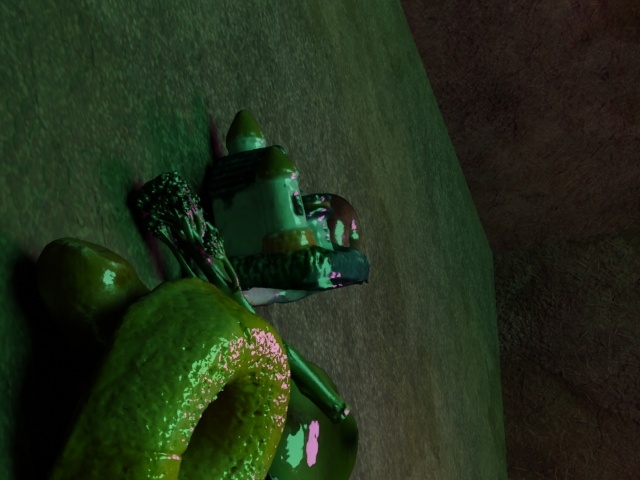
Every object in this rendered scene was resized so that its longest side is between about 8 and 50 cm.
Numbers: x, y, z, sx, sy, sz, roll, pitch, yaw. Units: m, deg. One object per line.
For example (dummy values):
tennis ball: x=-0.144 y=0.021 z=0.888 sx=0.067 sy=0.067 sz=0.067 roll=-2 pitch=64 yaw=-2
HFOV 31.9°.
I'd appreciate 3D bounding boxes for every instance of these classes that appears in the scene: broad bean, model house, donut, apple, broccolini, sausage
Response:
broad bean: x=-0.030 y=0.284 z=1.555 sx=0.291 sy=0.119 sz=0.237 roll=10 pitch=79 yaw=-70
model house: x=-0.063 y=-0.053 z=1.579 sx=0.253 sy=0.185 sz=0.291 roll=3 pitch=72 yaw=-69
donut: x=-0.132 y=0.192 z=1.085 sx=0.303 sy=0.110 sz=0.302 roll=-42 pitch=142 yaw=-46
apple: x=0.000 y=0.000 z=1.834 sx=0.153 sy=0.120 sz=0.153 roll=-5 pitch=90 yaw=-72
broccolini: x=-0.080 y=0.074 z=1.366 sx=0.392 sy=0.079 sz=0.074 roll=48 pitch=-12 yaw=-14
sausage: x=-0.201 y=0.080 z=1.143 sx=0.270 sy=0.109 sz=0.108 roll=55 pitch=29 yaw=-58

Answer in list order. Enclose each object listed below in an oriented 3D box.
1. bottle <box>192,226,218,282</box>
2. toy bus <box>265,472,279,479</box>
bottle: x=-0.145 y=0.081 z=1.406 sx=0.060 sy=0.060 sz=0.217 roll=53 pitch=30 yaw=-56
toy bus: x=-0.070 y=0.377 z=1.383 sx=0.088 sy=0.101 sz=0.175 roll=-136 pitch=-154 yaw=-65
